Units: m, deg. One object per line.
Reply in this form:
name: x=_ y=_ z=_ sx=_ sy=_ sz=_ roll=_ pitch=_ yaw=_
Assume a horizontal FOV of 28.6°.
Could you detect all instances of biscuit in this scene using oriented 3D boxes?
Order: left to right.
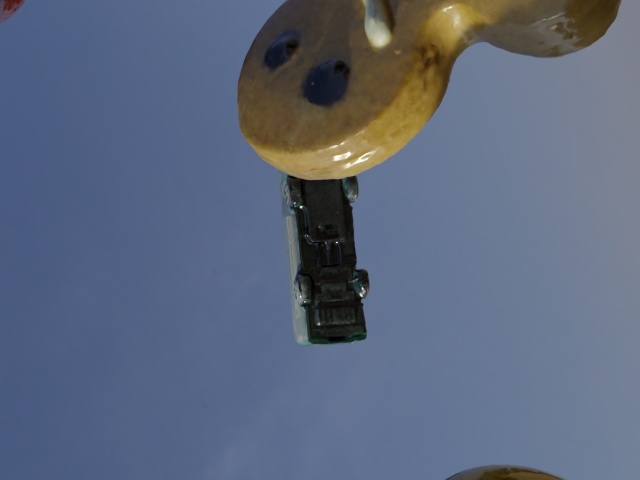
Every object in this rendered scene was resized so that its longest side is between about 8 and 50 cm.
biscuit: x=0.052 y=-0.125 z=0.450 sx=0.035 sy=0.240 sz=0.158 roll=38 pitch=180 yaw=-45

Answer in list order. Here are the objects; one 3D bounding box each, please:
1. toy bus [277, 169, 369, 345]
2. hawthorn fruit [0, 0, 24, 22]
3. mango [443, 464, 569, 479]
toy bus: x=0.000 y=0.000 z=1.521 sx=0.109 sy=0.091 sz=0.262 roll=139 pitch=128 yaw=-72
hawthorn fruit: x=-0.313 y=-0.234 z=0.869 sx=0.253 sy=0.205 sz=0.205 roll=79 pitch=-170 yaw=-49
mango: x=0.073 y=0.190 z=0.569 sx=0.098 sy=0.137 sz=0.195 roll=45 pitch=139 yaw=47
